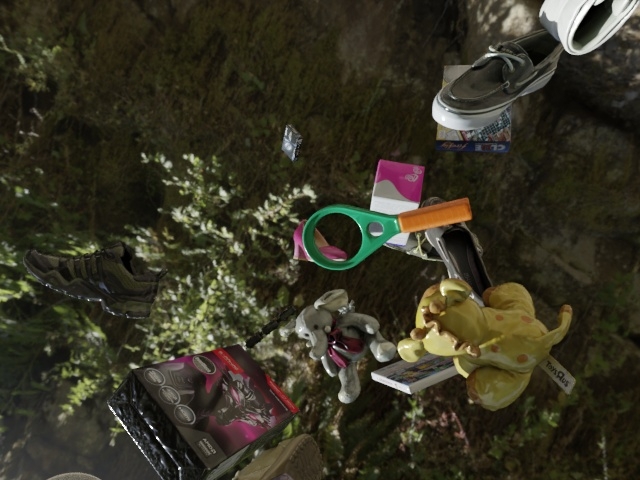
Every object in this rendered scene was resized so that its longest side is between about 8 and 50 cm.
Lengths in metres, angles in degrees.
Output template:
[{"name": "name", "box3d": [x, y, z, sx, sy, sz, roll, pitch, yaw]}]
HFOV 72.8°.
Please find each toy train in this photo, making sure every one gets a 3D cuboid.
[{"name": "toy train", "box3d": [-0.121, 0.206, 1.037, 0.027, 0.158, 0.036, 50, -173, -2]}]

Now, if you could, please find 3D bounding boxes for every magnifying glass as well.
[{"name": "magnifying glass", "box3d": [0.085, -0.018, 0.592, 0.231, 0.092, 0.026, -12, -172, 20]}]

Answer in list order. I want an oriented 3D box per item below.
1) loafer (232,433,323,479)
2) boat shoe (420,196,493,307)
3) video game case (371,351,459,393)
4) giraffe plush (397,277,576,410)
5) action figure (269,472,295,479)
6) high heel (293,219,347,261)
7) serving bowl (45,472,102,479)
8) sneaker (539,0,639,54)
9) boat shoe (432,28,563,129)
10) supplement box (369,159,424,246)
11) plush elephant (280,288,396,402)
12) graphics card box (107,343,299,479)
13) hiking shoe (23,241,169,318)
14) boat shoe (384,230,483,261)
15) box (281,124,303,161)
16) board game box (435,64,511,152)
[{"name": "loafer", "box3d": [-0.090, 0.365, 0.585, 0.269, 0.092, 0.101, -14, -103, -60]}, {"name": "boat shoe", "box3d": [0.351, 0.024, 1.085, 0.112, 0.334, 0.095, -9, 159, -16]}, {"name": "video game case", "box3d": [0.256, 0.323, 1.088, 0.202, 0.023, 0.183, -13, 178, -22]}, {"name": "giraffe plush", "box3d": [0.198, 0.122, 0.580, 0.171, 0.181, 0.210, 21, 177, -7]}, {"name": "action figure", "box3d": [-0.059, 0.334, 0.343, 0.185, 0.099, 0.285, 56, -172, -5]}, {"name": "high heel", "box3d": [0.000, 0.000, 1.151, 0.082, 0.117, 0.244, 10, 177, -25]}, {"name": "serving bowl", "box3d": [-0.224, 0.250, 0.380, 0.083, 0.027, 0.083, 25, -157, -12]}, {"name": "sneaker", "box3d": [0.469, -0.437, 0.663, 0.108, 0.292, 0.169, 13, -135, -6]}, {"name": "boat shoe", "box3d": [0.345, -0.327, 0.837, 0.121, 0.335, 0.119, 43, 153, 26]}, {"name": "supplement box", "box3d": [0.183, -0.088, 1.091, 0.114, 0.111, 0.220, 10, 154, 8]}, {"name": "plush elephant", "box3d": [0.034, 0.299, 1.370, 0.256, 0.271, 0.329, 17, -144, -32]}, {"name": "graphics card box", "box3d": [-0.217, 0.345, 0.902, 0.233, 0.094, 0.371, 42, -169, 20]}, {"name": "hiking shoe", "box3d": [-0.382, 0.049, 0.747, 0.227, 0.114, 0.086, 24, 166, -5]}, {"name": "boat shoe", "box3d": [0.306, 0.000, 1.224, 0.305, 0.109, 0.091, 9, -160, -6]}, {"name": "box", "box3d": [-0.081, -0.279, 1.246, 0.018, 0.083, 0.067, -19, -123, -31]}, {"name": "board game box", "box3d": [0.374, -0.324, 1.053, 0.165, 0.243, 0.042, 6, 155, 17]}]
